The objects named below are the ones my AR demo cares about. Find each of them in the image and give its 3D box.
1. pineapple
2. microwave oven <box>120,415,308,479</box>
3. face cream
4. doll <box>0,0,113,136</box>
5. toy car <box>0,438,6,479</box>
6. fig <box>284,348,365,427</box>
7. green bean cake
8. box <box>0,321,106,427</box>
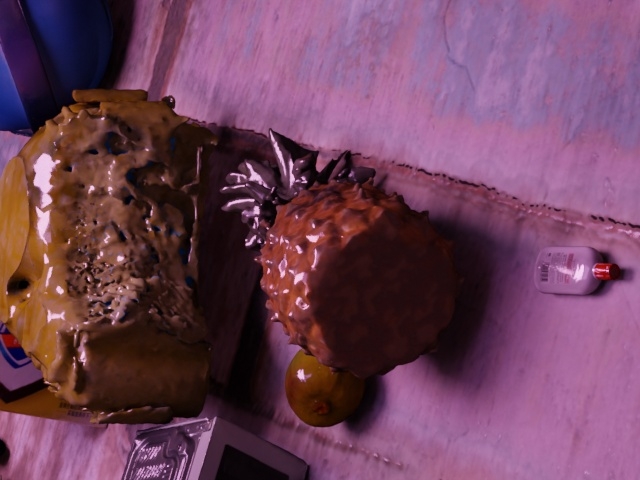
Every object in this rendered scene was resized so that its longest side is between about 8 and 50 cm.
[{"bbox_3d":[0.000,0.000,1.710,0.169,0.169,0.340,-68,25,10],"label":"pineapple"},{"bbox_3d":[-0.123,0.282,1.749,0.162,0.122,0.208,-16,50,49],"label":"microwave oven"},{"bbox_3d":[0.205,0.024,1.519,0.083,0.021,0.040,1,80,54],"label":"face cream"},{"bbox_3d":[-0.370,-0.256,2.229,0.310,0.240,0.284,-118,11,-60],"label":"doll"},{"bbox_3d":[-0.505,0.283,2.242,0.248,0.198,0.204,42,111,50],"label":"toy car"},{"bbox_3d":[0.004,0.124,1.721,0.074,0.074,0.088,-48,22,33],"label":"fig"},{"bbox_3d":[-0.212,0.008,1.857,0.285,0.202,0.310,-157,72,-69],"label":"green bean cake"},{"bbox_3d":[-0.338,0.097,2.026,0.097,0.265,0.168,18,91,53],"label":"box"}]
